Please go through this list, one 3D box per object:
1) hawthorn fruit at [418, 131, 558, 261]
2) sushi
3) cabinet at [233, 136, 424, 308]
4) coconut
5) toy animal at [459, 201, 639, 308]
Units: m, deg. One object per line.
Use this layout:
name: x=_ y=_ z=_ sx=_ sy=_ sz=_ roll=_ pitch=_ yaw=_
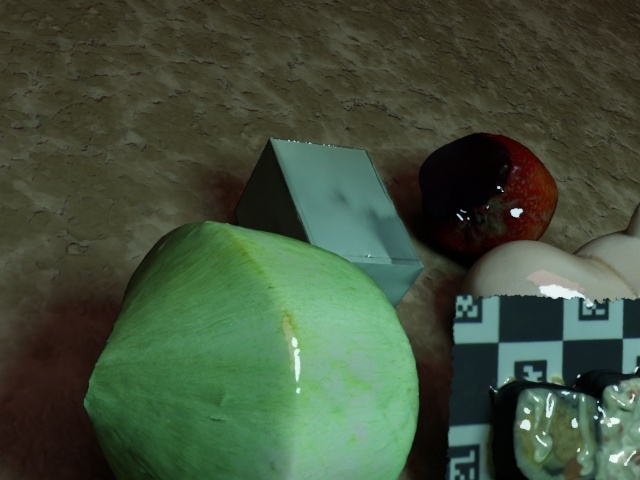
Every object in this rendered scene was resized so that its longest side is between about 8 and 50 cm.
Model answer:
hawthorn fruit: x=0.253 y=-0.065 z=1.210 sx=0.189 sy=0.190 sz=0.251 roll=45 pitch=25 yaw=20
sushi: x=0.320 y=0.207 z=0.885 sx=0.372 sy=0.100 sz=0.297 roll=4 pitch=89 yaw=-22
cabinet: x=0.000 y=0.000 z=1.030 sx=0.144 sy=0.150 sz=0.206 roll=3 pitch=46 yaw=-29
coconut: x=-0.069 y=0.130 z=0.769 sx=0.328 sy=0.281 sz=0.329 roll=20 pitch=61 yaw=-40
toy animal: x=0.344 y=0.086 z=1.083 sx=0.326 sy=0.237 sz=0.269 roll=21 pitch=60 yaw=-4
